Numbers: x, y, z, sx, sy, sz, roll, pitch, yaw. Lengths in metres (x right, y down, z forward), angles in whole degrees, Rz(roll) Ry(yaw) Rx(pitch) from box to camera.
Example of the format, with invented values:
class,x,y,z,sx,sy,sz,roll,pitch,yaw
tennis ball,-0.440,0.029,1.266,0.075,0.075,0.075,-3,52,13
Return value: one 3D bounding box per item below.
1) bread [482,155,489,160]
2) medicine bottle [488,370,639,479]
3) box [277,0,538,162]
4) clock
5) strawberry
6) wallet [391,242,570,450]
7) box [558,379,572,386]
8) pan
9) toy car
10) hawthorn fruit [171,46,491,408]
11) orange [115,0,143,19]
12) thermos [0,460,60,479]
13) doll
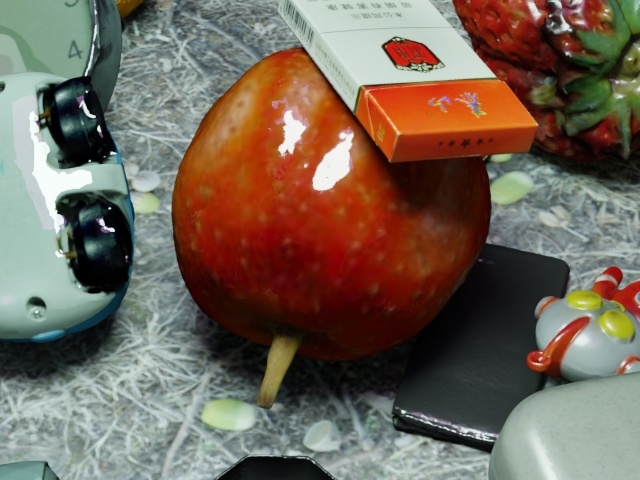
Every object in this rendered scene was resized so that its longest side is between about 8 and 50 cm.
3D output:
class,x,y,z,sx,sy,sz,roll,pitch,yaw
bread,0.048,-0.115,1.740,0.251,0.039,0.182,-18,49,-18
medicine bottle,0.294,0.272,1.284,0.282,0.123,0.375,-6,50,-17
box,0.070,-0.150,1.420,0.139,0.035,0.245,-5,38,-24
clock,-0.362,-0.194,1.676,0.319,0.066,0.318,-3,74,11
strawberry,0.265,-0.222,1.726,0.239,0.250,0.288,-20,23,-12
wallet,0.155,0.092,1.546,0.124,0.025,0.244,13,46,10
box,0.188,0.205,1.425,0.050,0.041,0.207,22,48,23
pan,-0.075,0.240,1.374,0.202,0.048,0.128,3,44,-1
toy car,-0.264,-0.023,1.526,0.188,0.190,0.255,-16,76,1
hawthorn fruit,0.000,0.000,1.489,0.287,0.287,0.330,14,66,12
orange,-0.292,-0.324,1.842,0.240,0.171,0.240,-2,44,2
thermos,-0.343,0.267,1.286,0.287,0.145,0.182,-5,79,-4
doll,0.276,0.079,1.511,0.245,0.076,0.142,-13,39,-38
